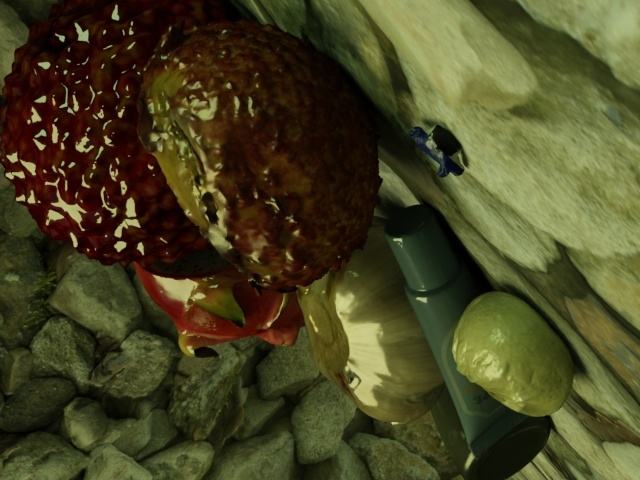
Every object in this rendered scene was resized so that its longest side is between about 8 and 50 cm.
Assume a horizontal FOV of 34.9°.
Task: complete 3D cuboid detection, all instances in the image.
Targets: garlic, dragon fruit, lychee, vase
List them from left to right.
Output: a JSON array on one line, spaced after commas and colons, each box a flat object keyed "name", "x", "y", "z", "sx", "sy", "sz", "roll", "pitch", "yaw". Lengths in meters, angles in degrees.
[{"name": "lychee", "x": -0.265, "y": -0.157, "z": 1.503, "sx": 0.425, "sy": 0.424, "sz": 0.500, "roll": 49, "pitch": 145, "yaw": 10}, {"name": "dragon fruit", "x": -0.144, "y": 0.063, "z": 1.681, "sx": 0.305, "sy": 0.305, "sz": 0.226, "roll": 44, "pitch": 155, "yaw": 51}, {"name": "garlic", "x": 0.089, "y": 0.113, "z": 1.514, "sx": 0.322, "sy": 0.241, "sz": 0.322, "roll": 156, "pitch": 90, "yaw": -89}, {"name": "vase", "x": 0.242, "y": 0.253, "z": 1.775, "sx": 0.321, "sy": 0.173, "sz": 0.173, "roll": 55, "pitch": 179, "yaw": 38}]

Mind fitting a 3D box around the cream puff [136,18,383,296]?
[{"name": "cream puff", "x": -0.057, "y": -0.110, "z": 1.152, "sx": 0.350, "sy": 0.228, "sz": 0.350, "roll": 54, "pitch": -171, "yaw": -13}]

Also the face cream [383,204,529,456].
[{"name": "face cream", "x": 0.190, "y": 0.121, "z": 1.356, "sx": 0.385, "sy": 0.135, "sz": 0.086, "roll": 61, "pitch": 168, "yaw": -28}]

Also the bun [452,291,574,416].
[{"name": "bun", "x": 0.228, "y": 0.145, "z": 1.233, "sx": 0.164, "sy": 0.111, "sz": 0.188, "roll": 46, "pitch": 172, "yaw": 8}]

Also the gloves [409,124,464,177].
[{"name": "gloves", "x": 0.113, "y": -0.085, "z": 0.985, "sx": 0.064, "sy": 0.026, "sz": 0.086, "roll": 48, "pitch": 175, "yaw": -8}]
